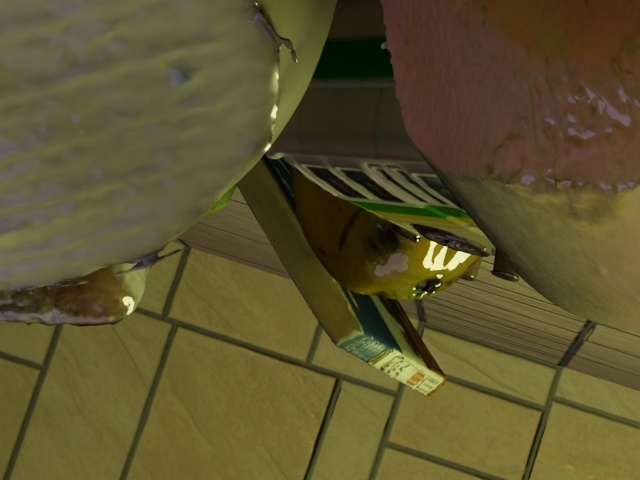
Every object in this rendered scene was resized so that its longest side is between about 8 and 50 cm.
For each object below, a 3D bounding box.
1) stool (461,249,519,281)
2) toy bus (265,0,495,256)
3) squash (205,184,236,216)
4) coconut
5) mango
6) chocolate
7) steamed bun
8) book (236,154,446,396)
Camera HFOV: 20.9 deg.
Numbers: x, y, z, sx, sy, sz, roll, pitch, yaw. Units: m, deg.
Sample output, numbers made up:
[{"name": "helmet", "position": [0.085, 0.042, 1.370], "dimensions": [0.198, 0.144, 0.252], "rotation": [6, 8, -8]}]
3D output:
[{"name": "stool", "position": [0.151, -0.025, 1.502], "dimensions": [0.125, 0.121, 0.217], "rotation": [13, 166, 31]}, {"name": "toy bus", "position": [0.107, -0.078, 1.068], "dimensions": [0.179, 0.143, 0.305], "rotation": [25, 173, -30]}, {"name": "squash", "position": [-0.243, -0.119, 1.781], "dimensions": [0.370, 0.118, 0.118], "rotation": [25, 171, -32]}, {"name": "coconut", "position": [0.142, -0.085, 0.661], "dimensions": [0.233, 0.233, 0.245], "rotation": [14, 165, 31]}, {"name": "mango", "position": [0.047, -0.049, 1.389], "dimensions": [0.130, 0.167, 0.262], "rotation": [4, -169, -23]}, {"name": "chocolate", "position": [-0.216, -0.060, 1.458], "dimensions": [0.185, 0.303, 0.100], "rotation": [-2, 129, 12]}, {"name": "steamed bun", "position": [-0.139, -0.155, 0.689], "dimensions": [0.309, 0.309, 0.309], "rotation": [18, 173, 2]}, {"name": "book", "position": [0.000, 0.000, 1.664], "dimensions": [0.300, 0.039, 0.428], "rotation": [59, -174, 16]}]
